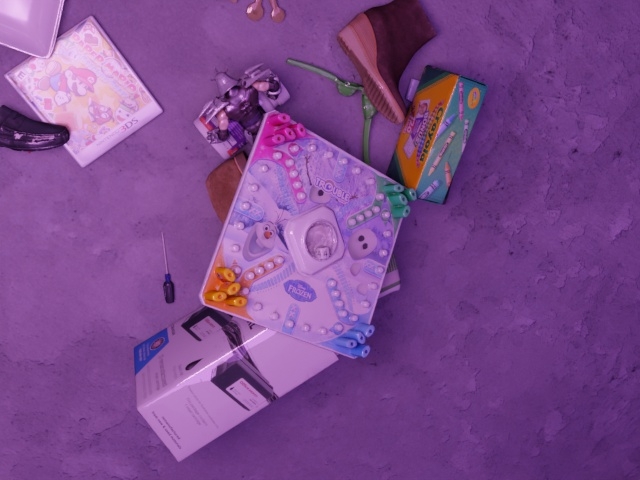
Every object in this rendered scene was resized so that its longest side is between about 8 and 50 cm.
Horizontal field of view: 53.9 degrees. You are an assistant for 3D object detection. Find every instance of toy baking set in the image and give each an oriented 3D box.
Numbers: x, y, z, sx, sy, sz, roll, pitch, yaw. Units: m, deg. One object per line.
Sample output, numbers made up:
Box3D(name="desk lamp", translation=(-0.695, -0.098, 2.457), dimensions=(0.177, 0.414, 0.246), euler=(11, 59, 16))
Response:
Box3D(name="toy baking set", translation=(-0.100, -0.569, 1.292), dimensions=(0.256, 0.030, 0.197), euler=(-42, 121, 6))

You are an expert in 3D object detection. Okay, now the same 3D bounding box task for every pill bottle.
Box3D(name="pill bottle", translation=(-0.162, -0.269, 1.325), dimensions=(0.193, 0.108, 0.108), euler=(-40, 114, -1))

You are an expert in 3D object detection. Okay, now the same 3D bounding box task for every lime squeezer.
Box3D(name="lime squeezer", translation=(0.058, -0.315, 1.420), dimensions=(0.110, 0.058, 0.310), euler=(-27, 119, 26))

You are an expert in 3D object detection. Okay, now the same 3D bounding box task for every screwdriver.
Box3D(name="screwdriver", translation=(-0.348, 0.063, 1.421), dimensions=(0.024, 0.025, 0.169), euler=(-7, 110, -16))

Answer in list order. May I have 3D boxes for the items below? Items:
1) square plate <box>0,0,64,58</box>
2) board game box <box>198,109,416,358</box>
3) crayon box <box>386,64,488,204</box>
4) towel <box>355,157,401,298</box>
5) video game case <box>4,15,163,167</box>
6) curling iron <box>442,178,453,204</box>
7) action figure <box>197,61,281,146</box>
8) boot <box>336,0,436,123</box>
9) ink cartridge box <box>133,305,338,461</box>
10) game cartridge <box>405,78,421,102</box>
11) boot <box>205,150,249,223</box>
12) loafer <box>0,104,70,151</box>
Box3D(name="square plate", translation=(-0.619, -0.546, 1.120), dimensions=(0.348, 0.049, 0.343), euler=(15, 102, -21))
Box3D(name="board game box", translation=(0.000, 0.000, 1.238), dimensions=(0.390, 0.050, 0.389), euler=(26, 77, -32))
Box3D(name="crayon box", translation=(0.256, -0.240, 1.423), dimensions=(0.081, 0.165, 0.278), euler=(12, 108, -22))
Box3D(name="towel", translation=(0.043, -0.004, 1.419), dimensions=(0.248, 0.038, 0.324), euler=(-21, 89, -31))
Box3D(name="video game case", translation=(-0.469, -0.295, 1.265), dimensions=(0.206, 0.026, 0.227), euler=(-36, 114, -4))
Box3D(name="curling iron", translation=(0.314, -0.222, 1.531), dimensions=(0.068, 0.035, 0.273), euler=(1, 106, -14))
Box3D(name="action figure", translation=(-0.127, -0.226, 1.243), dimensions=(0.185, 0.099, 0.285), euler=(-36, 126, 4))
Box3D(name="boot", translation=(0.176, -0.401, 1.370), dimensions=(0.207, 0.090, 0.248), euler=(-33, 95, -14))
Box3D(name="ink cartridge box", translation=(-0.195, 0.247, 1.387), dimensions=(0.395, 0.285, 0.166), euler=(-32, 113, -7))
Box3D(name="game cartridge", translation=(0.242, -0.343, 1.480), dimensions=(0.083, 0.017, 0.055), euler=(10, 108, -20))
Box3D(name="boot", translation=(-0.145, -0.035, 1.378), dimensions=(0.115, 0.112, 0.305), euler=(-28, 85, 3))
Box3D(name="loafer", translation=(-0.600, -0.219, 1.207), dimensions=(0.224, 0.076, 0.078), euler=(4, 120, -8))
